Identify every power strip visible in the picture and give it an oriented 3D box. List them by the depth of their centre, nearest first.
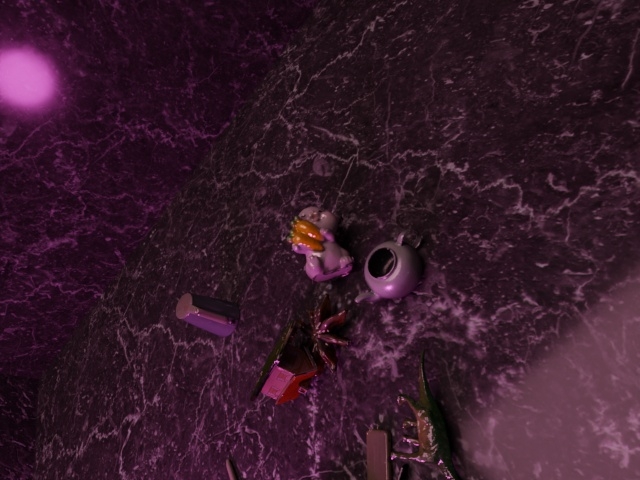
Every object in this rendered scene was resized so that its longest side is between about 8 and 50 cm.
[{"bbox_3d":[0.168,0.618,1.256,0.076,0.028,0.168,-18,59,38],"label":"power strip"}]

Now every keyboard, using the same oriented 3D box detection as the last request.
[{"bbox_3d":[0.192,0.700,1.164,0.013,0.061,0.204,16,79,28],"label":"keyboard"}]

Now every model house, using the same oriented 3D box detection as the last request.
[{"bbox_3d":[-0.106,0.442,1.523,0.293,0.154,0.207,-60,3,36],"label":"model house"}]

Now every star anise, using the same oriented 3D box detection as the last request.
[{"bbox_3d":[0.004,0.327,1.530,0.288,0.088,0.288,-13,71,43],"label":"star anise"}]

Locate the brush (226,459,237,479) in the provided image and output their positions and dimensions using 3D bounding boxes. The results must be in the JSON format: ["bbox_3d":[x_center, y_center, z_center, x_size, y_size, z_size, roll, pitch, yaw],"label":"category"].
[{"bbox_3d":[-0.290,0.903,1.545,0.042,0.039,0.299,-54,41,9],"label":"brush"}]

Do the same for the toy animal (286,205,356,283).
[{"bbox_3d":[0.001,-0.003,1.620,0.183,0.247,0.310,-26,66,11],"label":"toy animal"}]

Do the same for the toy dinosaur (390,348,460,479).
[{"bbox_3d":[0.331,0.513,1.115,0.301,0.087,0.446,-4,70,41],"label":"toy dinosaur"}]

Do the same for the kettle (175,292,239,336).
[{"bbox_3d":[-0.478,0.322,1.892,0.211,0.243,0.159,15,80,46],"label":"kettle"}]

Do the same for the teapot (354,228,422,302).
[{"bbox_3d":[0.227,0.089,1.411,0.193,0.129,0.294,36,96,47],"label":"teapot"}]
